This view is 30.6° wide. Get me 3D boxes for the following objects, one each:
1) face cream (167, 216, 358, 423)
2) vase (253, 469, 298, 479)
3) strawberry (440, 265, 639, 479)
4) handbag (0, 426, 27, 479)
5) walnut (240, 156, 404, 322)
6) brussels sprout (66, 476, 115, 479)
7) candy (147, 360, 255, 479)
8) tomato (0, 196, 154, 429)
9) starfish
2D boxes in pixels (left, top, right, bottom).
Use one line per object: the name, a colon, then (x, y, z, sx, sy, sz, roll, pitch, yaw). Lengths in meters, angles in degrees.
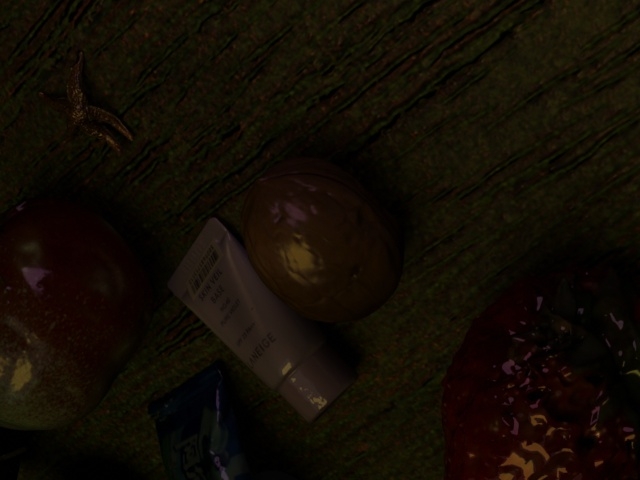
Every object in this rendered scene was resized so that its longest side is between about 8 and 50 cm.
face cream: (-0.075, 0.107, 1.499, 0.274, 0.096, 0.154, 44, 133, 9)
vase: (-0.113, 0.468, 1.725, 0.143, 0.143, 0.299, 31, 125, 3)
strawberry: (0.241, 0.200, 1.294, 0.267, 0.312, 0.351, 52, 149, 12)
handbag: (-0.520, 0.300, 1.770, 0.275, 0.178, 0.302, 33, 129, 21)
walnut: (0.000, 0.000, 1.330, 0.207, 0.167, 0.167, 42, 129, -17)
brussels sprout: (-0.352, 0.492, 1.790, 0.219, 0.210, 0.271, -14, 130, -19)
candy: (-0.142, 0.342, 1.600, 0.187, 0.077, 0.331, -37, 60, 37)
tomato: (-0.351, 0.101, 1.514, 0.239, 0.303, 0.303, 28, 131, -15)
starfish: (-0.300, -0.168, 1.437, 0.133, 0.041, 0.130, 10, 124, 18)
